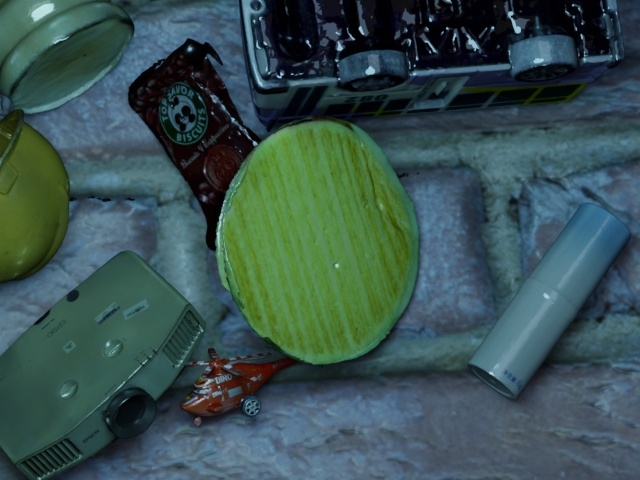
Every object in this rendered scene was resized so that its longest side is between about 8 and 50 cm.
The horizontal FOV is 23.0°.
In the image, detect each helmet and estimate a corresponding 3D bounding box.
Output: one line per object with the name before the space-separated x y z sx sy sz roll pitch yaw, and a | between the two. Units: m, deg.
helmet | -0.375 -0.020 1.854 0.140 0.205 0.257 33 107 -20

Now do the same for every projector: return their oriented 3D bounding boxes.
projector | -0.263 0.155 1.824 0.269 0.088 0.193 -43 48 -10

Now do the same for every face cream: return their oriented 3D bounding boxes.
face cream | 0.279 0.073 1.914 0.077 0.077 0.250 37 80 4

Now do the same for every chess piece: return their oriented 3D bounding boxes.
chess piece | -0.387 -0.336 1.920 0.182 0.182 0.330 -33 77 -9

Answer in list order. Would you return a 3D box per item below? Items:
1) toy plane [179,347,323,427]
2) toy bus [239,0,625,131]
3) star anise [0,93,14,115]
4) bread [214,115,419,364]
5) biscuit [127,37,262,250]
toy plane | -0.083 0.159 1.884 0.194 0.126 0.077 -28 116 -42
toy bus | 0.111 -0.266 1.887 0.439 0.249 0.209 -6 81 -11
star anise | -0.486 -0.160 1.789 0.283 0.212 0.129 -51 47 -3
bread | -0.003 0.005 1.857 0.301 0.045 0.301 3 86 -38
biscuit | -0.138 -0.123 1.910 0.151 0.063 0.235 -36 84 32
